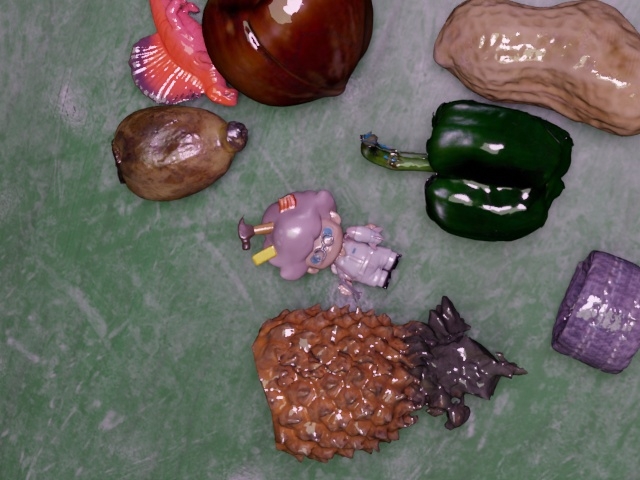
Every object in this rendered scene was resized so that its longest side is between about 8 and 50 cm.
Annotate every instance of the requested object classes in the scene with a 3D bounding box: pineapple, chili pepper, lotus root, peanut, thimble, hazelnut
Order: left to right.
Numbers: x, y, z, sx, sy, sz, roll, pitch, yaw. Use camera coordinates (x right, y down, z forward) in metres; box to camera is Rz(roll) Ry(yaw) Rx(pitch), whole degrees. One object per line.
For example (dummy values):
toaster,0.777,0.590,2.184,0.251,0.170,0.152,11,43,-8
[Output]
lotus root,-0.202,-0.128,1.304,0.214,0.138,0.138,-6,100,16
hazelnut,-0.037,-0.280,1.177,0.229,0.229,0.229,3,103,15
pineapple,0.099,0.180,1.258,0.357,0.223,0.223,-11,99,9
chili pepper,0.186,-0.106,1.182,0.261,0.165,0.173,14,127,25
peanut,0.296,-0.231,1.140,0.291,0.159,0.143,20,142,20
thimble,0.370,0.093,1.185,0.098,0.150,0.150,22,107,8

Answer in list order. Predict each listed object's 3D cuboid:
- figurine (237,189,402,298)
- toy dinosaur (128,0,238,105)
figurine,0.000,0.000,1.287,0.229,0.112,0.137,22,101,-1
toy dinosaur,-0.228,-0.286,1.292,0.139,0.070,0.286,-42,86,6
